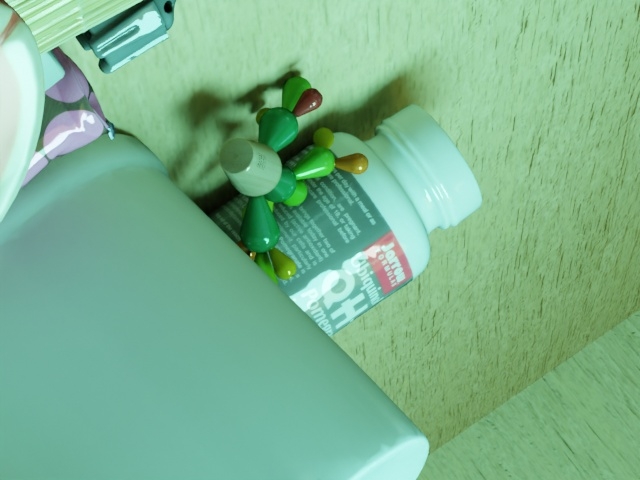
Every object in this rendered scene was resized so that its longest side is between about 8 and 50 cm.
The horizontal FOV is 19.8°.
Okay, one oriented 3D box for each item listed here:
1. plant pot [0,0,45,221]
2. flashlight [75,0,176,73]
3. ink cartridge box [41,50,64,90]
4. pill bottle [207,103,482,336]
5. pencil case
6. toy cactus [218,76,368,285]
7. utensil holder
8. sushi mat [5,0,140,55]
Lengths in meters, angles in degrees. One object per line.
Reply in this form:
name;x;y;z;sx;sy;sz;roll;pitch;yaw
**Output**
plant pot;-0.305;-0.093;1.010;0.275;0.243;0.275;-43;150;-32
flashlight;-0.058;-0.238;1.401;0.304;0.103;0.103;-36;154;-8
ink cartridge box;-0.350;-0.097;1.280;0.296;0.066;0.261;-37;160;-1
pill bottle;0.000;0.000;1.872;0.318;0.176;0.176;-35;159;-7
pencil case;-0.269;-0.065;1.450;0.209;0.098;0.095;-34;118;-5
toy cactus;-0.041;-0.051;1.702;0.219;0.112;0.180;-70;160;-4
utensil holder;-0.144;0.151;1.604;0.327;0.385;0.327;-41;161;-17
sushi mat;-0.113;-0.215;1.242;0.316;0.019;0.151;-32;161;-21
